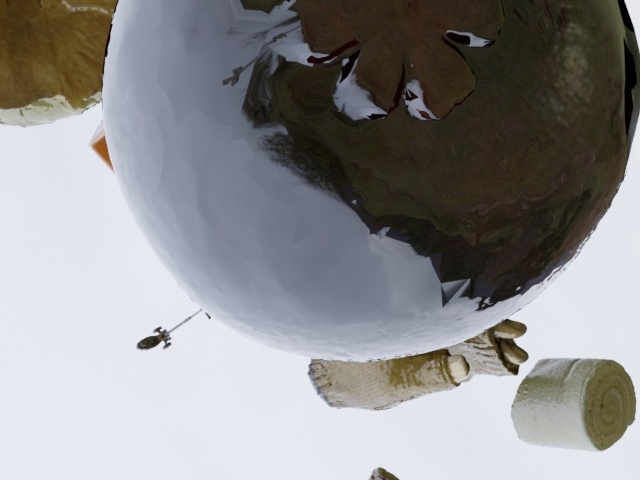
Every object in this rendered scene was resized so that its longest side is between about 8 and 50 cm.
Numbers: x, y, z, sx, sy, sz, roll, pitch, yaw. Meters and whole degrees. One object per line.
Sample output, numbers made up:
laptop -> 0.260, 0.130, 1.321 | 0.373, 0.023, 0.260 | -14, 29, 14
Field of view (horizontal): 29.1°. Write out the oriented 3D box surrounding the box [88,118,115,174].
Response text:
box -> -0.185, -0.194, 2.051 | 0.225, 0.341, 0.143 | 49, -169, -20

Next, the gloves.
gloves -> 0.150, 0.172, 1.919 | 0.203, 0.356, 0.155 | -27, -74, -68

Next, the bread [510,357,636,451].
bread -> 0.384, 0.248, 1.878 | 0.148, 0.141, 0.134 | -21, -78, -44

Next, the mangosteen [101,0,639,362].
mangosteen -> 0.022, -0.078, 0.727 | 0.307, 0.307, 0.347 | 61, 168, 6

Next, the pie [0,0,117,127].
pie -> -0.398, -0.310, 1.664 | 0.339, 0.339, 0.083 | 50, 166, -16

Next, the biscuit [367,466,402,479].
biscuit -> 0.156, 0.484, 2.044 | 0.231, 0.131, 0.025 | 34, -152, 10

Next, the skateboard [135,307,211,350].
skateboard -> -0.174, 0.102, 1.452 | 0.032, 0.083, 0.064 | 58, -157, 7
